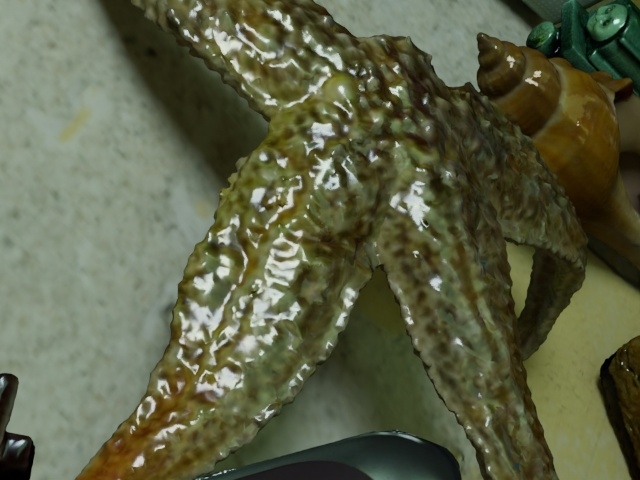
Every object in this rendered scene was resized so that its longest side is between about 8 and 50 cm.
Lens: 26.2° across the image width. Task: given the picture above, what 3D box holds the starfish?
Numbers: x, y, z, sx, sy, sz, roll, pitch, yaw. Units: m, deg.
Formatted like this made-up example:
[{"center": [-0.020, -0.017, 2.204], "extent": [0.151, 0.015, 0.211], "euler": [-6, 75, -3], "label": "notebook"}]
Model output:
[{"center": [0.009, -0.003, 0.706], "extent": [0.398, 0.132, 0.384], "euler": [27, 58, -32], "label": "starfish"}]

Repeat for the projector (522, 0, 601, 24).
[{"center": [0.198, -0.283, 0.942], "extent": [0.177, 0.242, 0.163], "euler": [32, 49, -32], "label": "projector"}]

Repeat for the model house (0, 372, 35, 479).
[{"center": [-0.158, 0.058, 0.443], "extent": [0.141, 0.203, 0.164], "euler": [23, 80, 0], "label": "model house"}]

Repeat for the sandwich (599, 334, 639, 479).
[{"center": [0.327, 0.154, 0.984], "extent": [0.273, 0.095, 0.249], "euler": [-17, 88, -50], "label": "sandwich"}]

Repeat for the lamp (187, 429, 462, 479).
[{"center": [-0.018, 0.231, 0.537], "extent": [0.203, 0.124, 0.283], "euler": [-7, 90, -10], "label": "lamp"}]

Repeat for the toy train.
[{"center": [0.226, -0.109, 0.989], "extent": [0.170, 0.111, 0.071], "euler": [37, 44, -30], "label": "toy train"}]

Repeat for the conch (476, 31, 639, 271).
[{"center": [0.177, -0.043, 0.932], "extent": [0.330, 0.093, 0.109], "euler": [46, 49, -49], "label": "conch"}]
